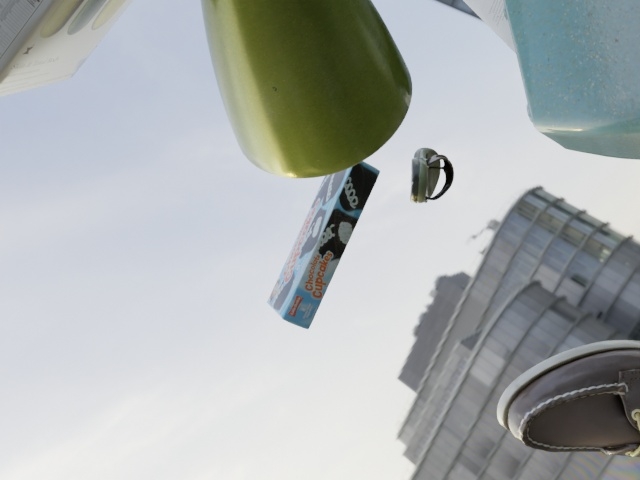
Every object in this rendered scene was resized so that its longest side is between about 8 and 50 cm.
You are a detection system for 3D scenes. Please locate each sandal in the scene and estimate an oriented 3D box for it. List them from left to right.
[{"bbox_3d":[0.245,-0.134,1.589,0.303,0.086,0.120,-48,-45,-72],"label":"sandal"}]

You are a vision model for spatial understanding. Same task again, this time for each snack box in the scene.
[{"bbox_3d":[0.000,0.000,1.413,0.322,0.060,0.187,-66,13,-2],"label":"snack box"}]

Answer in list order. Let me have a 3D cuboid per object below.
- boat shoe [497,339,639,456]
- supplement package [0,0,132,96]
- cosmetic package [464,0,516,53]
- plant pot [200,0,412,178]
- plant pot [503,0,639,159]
[{"bbox_3d":[0.349,0.172,0.759,0.324,0.096,0.116,-4,-58,-10],"label":"boat shoe"},{"bbox_3d":[-0.329,-0.330,0.827,0.263,0.198,0.199,-42,7,23],"label":"supplement package"},{"bbox_3d":[0.452,-0.446,1.392,0.217,0.385,0.156,-13,-39,-27],"label":"cosmetic package"},{"bbox_3d":[-0.043,-0.277,0.972,0.275,0.275,0.293,-48,-35,-12],"label":"plant pot"},{"bbox_3d":[0.320,-0.196,0.687,0.247,0.252,0.248,4,-107,-60],"label":"plant pot"}]
